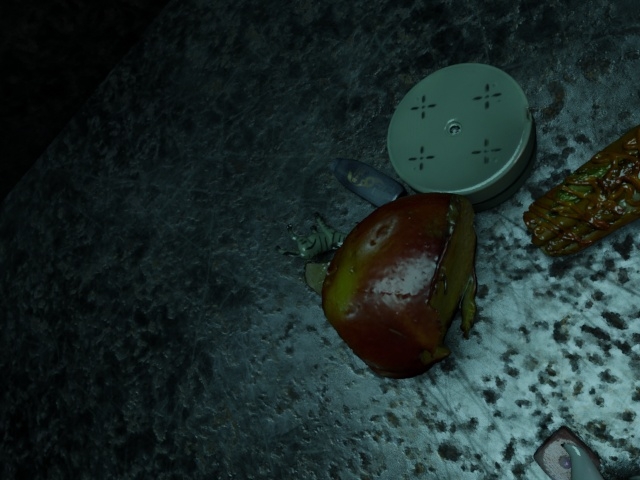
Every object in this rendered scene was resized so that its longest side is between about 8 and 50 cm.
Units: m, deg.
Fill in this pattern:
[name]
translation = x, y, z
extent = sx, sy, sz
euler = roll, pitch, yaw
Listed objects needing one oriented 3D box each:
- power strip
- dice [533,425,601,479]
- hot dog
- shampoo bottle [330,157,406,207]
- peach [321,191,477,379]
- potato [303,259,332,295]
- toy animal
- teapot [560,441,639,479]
[power strip]
translation = 0.334, -0.244, 1.204
extent = 0.357, 0.161, 0.358
euler = -7, 74, 27
[dice]
translation = 0.497, 0.441, 0.992
extent = 0.093, 0.091, 0.094
euler = -48, 63, 9
[hot dog]
translation = 0.580, -0.096, 1.017
extent = 0.349, 0.117, 0.158
euler = -42, 62, 36
[shampoo bottle]
translation = 0.125, -0.162, 1.354
extent = 0.233, 0.049, 0.087
euler = 35, 93, 29
[peach]
translation = 0.199, 0.082, 1.093
extent = 0.416, 0.339, 0.353
euler = -43, 67, 9
[potato]
translation = 0.040, 0.096, 1.331
extent = 0.171, 0.089, 0.101
euler = -4, 93, -3
[toy animal]
translation = 0.001, 0.004, 1.342
extent = 0.216, 0.074, 0.176
euler = -28, 45, -23
[teapot]
translation = 0.602, 0.512, 0.841
extent = 0.423, 0.252, 0.280
euler = 30, 62, 11
